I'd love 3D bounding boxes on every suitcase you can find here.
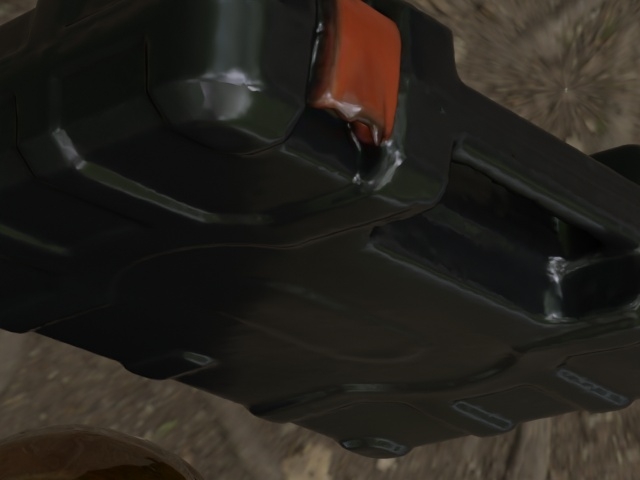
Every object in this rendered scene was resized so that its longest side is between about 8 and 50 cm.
[{"bbox_3d":[0.000,0.001,0.578,0.206,0.285,0.066,-18,60,40],"label":"suitcase"}]

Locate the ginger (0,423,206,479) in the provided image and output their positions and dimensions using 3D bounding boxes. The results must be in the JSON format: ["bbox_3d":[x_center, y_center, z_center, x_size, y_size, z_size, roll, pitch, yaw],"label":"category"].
[{"bbox_3d":[-0.159,0.167,0.629,0.274,0.357,0.152,-18,90,28],"label":"ginger"}]
